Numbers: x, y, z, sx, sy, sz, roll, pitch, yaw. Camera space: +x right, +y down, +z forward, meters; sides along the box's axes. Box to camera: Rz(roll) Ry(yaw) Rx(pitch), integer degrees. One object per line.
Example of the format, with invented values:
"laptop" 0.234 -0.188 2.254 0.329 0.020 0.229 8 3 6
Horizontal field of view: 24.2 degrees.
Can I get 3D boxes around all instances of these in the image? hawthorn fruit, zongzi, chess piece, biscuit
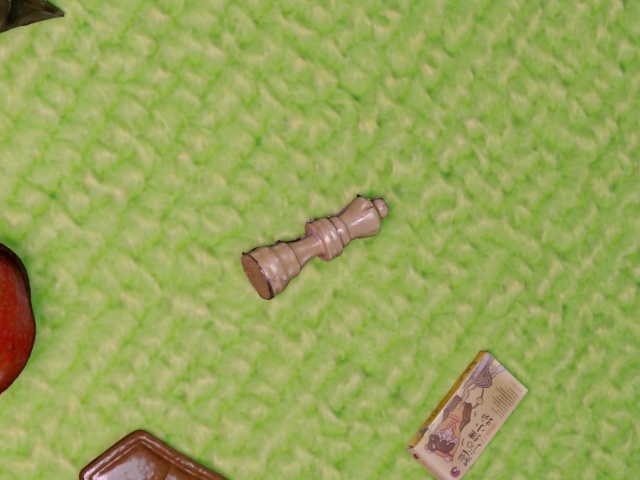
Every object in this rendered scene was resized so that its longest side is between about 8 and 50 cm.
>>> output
"hawthorn fruit" -0.357 0.090 1.437 0.169 0.169 0.188 6 93 -21
"zongzi" -0.329 -0.213 1.494 0.119 0.055 0.109 33 82 -29
"chess piece" 0.000 0.000 1.620 0.172 0.060 0.060 -30 101 -20
"biscuit" -0.193 0.320 1.564 0.182 0.034 0.215 33 80 -18

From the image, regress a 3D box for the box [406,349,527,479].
"box" 0.167 0.204 1.704 0.073 0.020 0.149 42 78 -17
